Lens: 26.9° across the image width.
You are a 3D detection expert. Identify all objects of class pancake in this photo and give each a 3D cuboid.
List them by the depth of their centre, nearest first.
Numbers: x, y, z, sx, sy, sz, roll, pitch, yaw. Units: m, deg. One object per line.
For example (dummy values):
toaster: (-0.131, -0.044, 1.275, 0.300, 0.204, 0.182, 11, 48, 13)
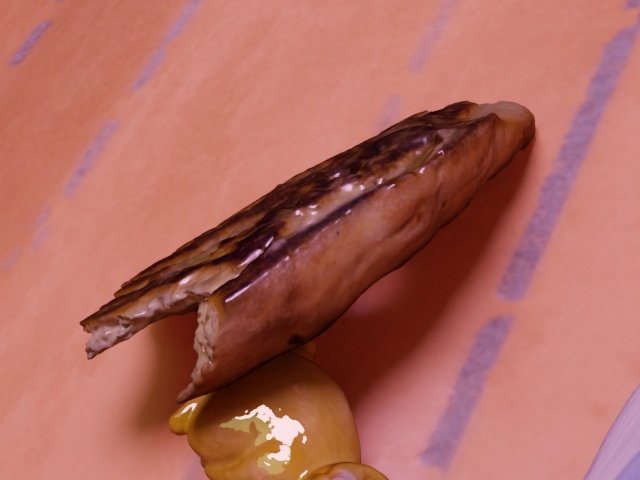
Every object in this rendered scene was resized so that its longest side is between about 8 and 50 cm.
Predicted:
pancake: (0.000, 0.000, 0.674, 0.257, 0.056, 0.212, -29, 10, 7)

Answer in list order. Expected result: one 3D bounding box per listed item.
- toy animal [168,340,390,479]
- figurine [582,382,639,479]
toy animal: (0.007, 0.117, 0.618, 0.083, 0.070, 0.159, -40, 52, -9)
figurine: (0.190, 0.109, 0.497, 0.208, 0.128, 0.184, 0, 74, 9)
